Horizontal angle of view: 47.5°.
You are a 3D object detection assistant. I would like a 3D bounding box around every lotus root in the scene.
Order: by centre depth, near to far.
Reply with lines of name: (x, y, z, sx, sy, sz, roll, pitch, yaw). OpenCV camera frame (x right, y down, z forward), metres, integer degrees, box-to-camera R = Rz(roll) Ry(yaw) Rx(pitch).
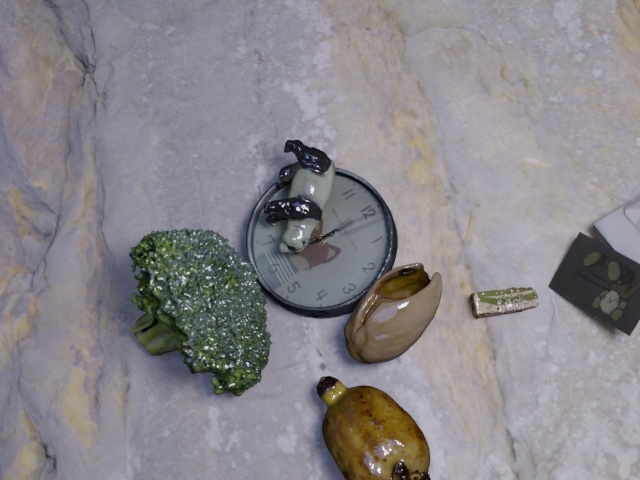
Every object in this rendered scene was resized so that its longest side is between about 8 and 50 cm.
lotus root: (0.102, 0.380, 1.384, 0.169, 0.141, 0.314, -36, 64, -4)

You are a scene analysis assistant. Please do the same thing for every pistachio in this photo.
pistachio: (0.147, 0.146, 1.434, 0.137, 0.153, 0.238, 36, 85, 36)

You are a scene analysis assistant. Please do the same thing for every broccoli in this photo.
broccoli: (-0.233, 0.134, 1.469, 0.249, 0.302, 0.375, -43, 101, -25)

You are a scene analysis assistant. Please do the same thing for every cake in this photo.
cake: (0.368, 0.125, 1.469, 0.139, 0.055, 0.051, -5, 73, -11)

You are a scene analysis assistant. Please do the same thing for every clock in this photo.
clock: (0.000, 0.000, 1.534, 0.324, 0.067, 0.325, -2, 75, 9)

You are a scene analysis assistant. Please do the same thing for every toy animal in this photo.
toy animal: (-0.043, -0.083, 1.486, 0.121, 0.094, 0.225, 16, 77, 4)

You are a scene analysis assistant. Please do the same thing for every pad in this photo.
pad: (0.544, 0.080, 1.397, 0.190, 0.004, 0.127, 37, 107, 42)

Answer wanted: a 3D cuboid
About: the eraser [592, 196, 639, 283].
eraser: (0.758, -0.039, 1.407, 0.396, 0.082, 0.213, -28, 58, 1)
